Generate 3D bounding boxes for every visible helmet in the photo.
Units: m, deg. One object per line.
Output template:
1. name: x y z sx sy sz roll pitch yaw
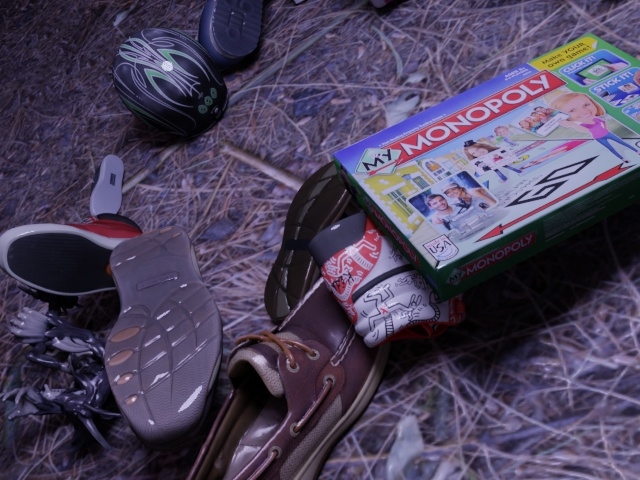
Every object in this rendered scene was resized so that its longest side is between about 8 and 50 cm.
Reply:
1. helmet: -0.242 -0.253 1.364 0.169 0.161 0.169 -19 53 26

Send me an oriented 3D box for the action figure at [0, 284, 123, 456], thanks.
1. action figure: -0.331 0.157 1.081 0.276 0.141 0.164 42 115 52

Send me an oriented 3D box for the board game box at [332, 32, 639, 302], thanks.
1. board game box: 0.198 -0.085 0.844 0.317 0.046 0.213 -27 42 -10

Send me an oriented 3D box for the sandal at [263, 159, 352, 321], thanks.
1. sandal: 0.000 0.000 1.052 0.090 0.060 0.219 4 71 46

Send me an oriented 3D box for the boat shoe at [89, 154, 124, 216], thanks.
1. boat shoe: -0.345 -0.077 1.389 0.040 0.049 0.142 -37 35 33

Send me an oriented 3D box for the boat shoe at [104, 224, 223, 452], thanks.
1. boat shoe: -0.167 0.117 1.011 0.132 0.130 0.355 -16 34 0

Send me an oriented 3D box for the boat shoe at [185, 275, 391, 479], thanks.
1. boat shoe: -0.036 0.147 0.888 0.123 0.123 0.342 11 61 42

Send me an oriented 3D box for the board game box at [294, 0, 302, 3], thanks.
1. board game box: 0.025 -0.558 1.530 0.193 0.053 0.305 -23 44 19

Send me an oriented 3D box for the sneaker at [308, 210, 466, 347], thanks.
1. sneaker: 0.132 0.015 0.919 0.270 0.090 0.145 -23 77 -22

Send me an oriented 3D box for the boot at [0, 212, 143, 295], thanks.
1. boot: -0.334 0.005 1.176 0.176 0.244 0.088 29 108 48

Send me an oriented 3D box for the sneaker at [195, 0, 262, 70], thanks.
1. sneaker: -0.149 -0.431 1.480 0.131 0.112 0.319 -24 46 55

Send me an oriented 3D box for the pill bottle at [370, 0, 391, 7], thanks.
1. pill bottle: 0.161 -0.486 1.281 0.283 0.160 0.160 -31 41 10
